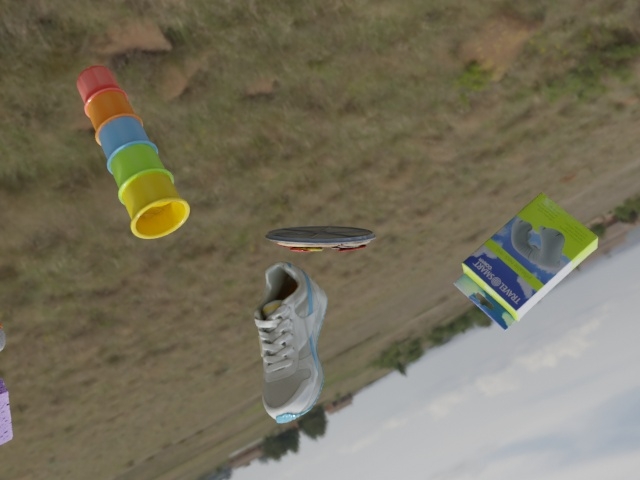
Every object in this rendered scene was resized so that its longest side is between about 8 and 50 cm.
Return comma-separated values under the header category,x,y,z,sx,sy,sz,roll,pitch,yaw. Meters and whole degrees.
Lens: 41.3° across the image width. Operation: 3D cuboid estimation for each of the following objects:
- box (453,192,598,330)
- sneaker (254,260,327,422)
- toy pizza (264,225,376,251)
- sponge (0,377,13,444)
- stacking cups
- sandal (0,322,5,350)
category,x,y,z,sx,sy,sz,roll,pitch,yaw
box,0.284,0.028,1.185,0.178,0.109,0.042,-41,151,-8
sneaker,-0.049,0.132,1.118,0.087,0.228,0.092,-22,132,24
toy pizza,0.000,0.000,1.534,0.201,0.032,0.201,0,-173,0
sponge,-0.603,0.320,1.483,0.117,0.031,0.210,-22,154,-30
stacking cups,-0.317,-0.148,1.359,0.096,0.316,0.096,-25,152,-15
sandal,-0.541,0.083,1.232,0.076,0.265,0.102,-37,146,-8
